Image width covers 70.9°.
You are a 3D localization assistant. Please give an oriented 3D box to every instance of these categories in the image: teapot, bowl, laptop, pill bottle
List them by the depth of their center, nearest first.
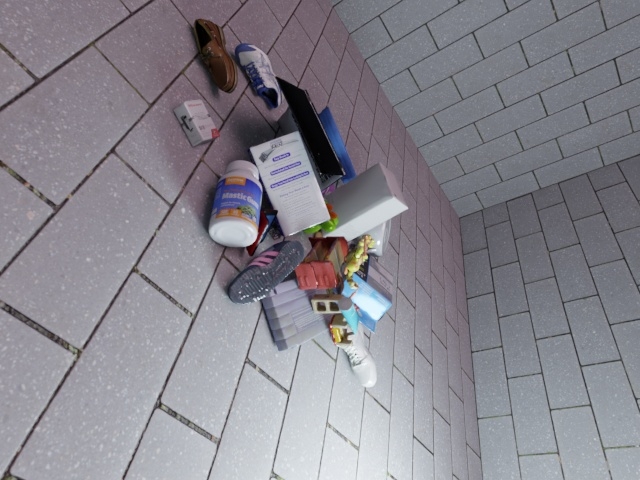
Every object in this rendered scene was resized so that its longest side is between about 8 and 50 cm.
[{"bbox_3d":[-0.269,-0.127,1.464,0.152,0.152,0.271,38,41,-42],"label":"pill bottle"},{"bbox_3d":[-0.090,-0.382,1.775,0.236,0.408,0.381,-23,87,-34],"label":"laptop"},{"bbox_3d":[0.081,-0.458,2.213,0.391,0.077,0.390,-22,90,-82],"label":"bowl"},{"bbox_3d":[0.236,-0.039,2.225,0.256,0.187,0.252,11,88,-75],"label":"teapot"}]

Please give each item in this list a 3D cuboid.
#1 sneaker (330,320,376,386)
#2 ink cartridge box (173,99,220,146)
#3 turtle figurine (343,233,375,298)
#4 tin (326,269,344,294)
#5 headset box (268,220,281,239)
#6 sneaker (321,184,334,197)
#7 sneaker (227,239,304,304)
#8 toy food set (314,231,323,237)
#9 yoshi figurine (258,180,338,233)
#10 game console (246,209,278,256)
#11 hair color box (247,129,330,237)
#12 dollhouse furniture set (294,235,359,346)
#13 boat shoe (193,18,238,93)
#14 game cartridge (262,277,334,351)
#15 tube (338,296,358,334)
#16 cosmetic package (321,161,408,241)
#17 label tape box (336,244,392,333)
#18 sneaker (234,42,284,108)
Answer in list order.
[{"bbox_3d":[0.119,0.443,1.800,0.169,0.108,0.292,21,45,-51],"label":"sneaker"},{"bbox_3d":[-0.411,-0.391,1.498,0.135,0.056,0.099,64,29,-10],"label":"ink cartridge box"},{"bbox_3d":[0.128,0.074,1.633,0.217,0.087,0.269,-49,153,-64],"label":"turtle figurine"},{"bbox_3d":[0.032,0.143,1.838,0.040,0.106,0.189,-4,76,-67],"label":"tin"},{"bbox_3d":[-0.171,-0.046,1.697,0.083,0.032,0.062,58,32,-20],"label":"headset box"},{"bbox_3d":[0.008,-0.318,2.123,0.161,0.102,0.282,51,35,-49],"label":"sneaker"},{"bbox_3d":[-0.197,0.106,1.498,0.319,0.131,0.112,-36,112,-37],"label":"sneaker"},{"bbox_3d":[0.000,0.000,1.961,0.083,0.020,0.082,56,31,-20],"label":"toy food set"},{"bbox_3d":[-0.097,-0.148,1.799,0.362,0.203,0.203,42,-4,-17],"label":"yoshi figurine"},{"bbox_3d":[-0.190,-0.026,1.521,0.085,0.144,0.124,15,26,-32],"label":"game console"},{"bbox_3d":[-0.114,-0.202,1.623,0.110,0.185,0.338,-154,-137,-74],"label":"hair color box"},{"bbox_3d":[0.035,0.190,1.701,0.201,0.152,0.373,-55,136,-57],"label":"dollhouse furniture set"},{"bbox_3d":[-0.400,-0.683,1.669,0.104,0.111,0.307,4,58,-54],"label":"boat shoe"},{"bbox_3d":[-0.074,0.251,1.643,0.355,0.068,0.230,-10,84,-60],"label":"game cartridge"},{"bbox_3d":[0.112,0.269,1.615,0.207,0.052,0.080,63,40,-54],"label":"tube"},{"bbox_3d":[0.171,-0.153,1.972,0.155,0.366,0.196,26,43,-50],"label":"cosmetic package"},{"bbox_3d":[0.200,0.206,1.982,0.241,0.106,0.333,40,30,-14],"label":"label tape box"},{"bbox_3d":[-0.250,-0.694,1.905,0.296,0.112,0.130,42,39,-37],"label":"sneaker"}]
